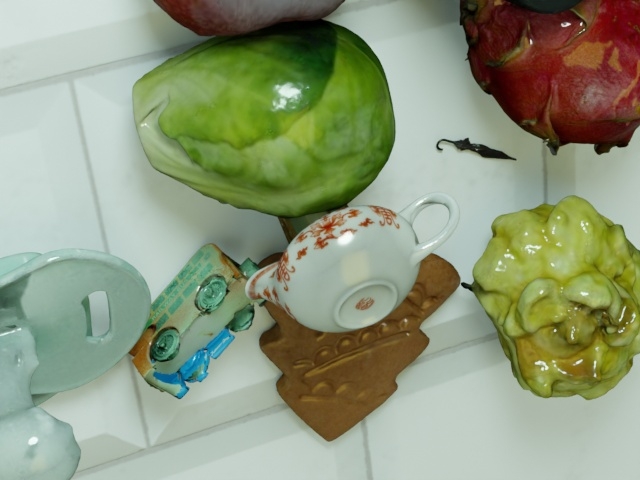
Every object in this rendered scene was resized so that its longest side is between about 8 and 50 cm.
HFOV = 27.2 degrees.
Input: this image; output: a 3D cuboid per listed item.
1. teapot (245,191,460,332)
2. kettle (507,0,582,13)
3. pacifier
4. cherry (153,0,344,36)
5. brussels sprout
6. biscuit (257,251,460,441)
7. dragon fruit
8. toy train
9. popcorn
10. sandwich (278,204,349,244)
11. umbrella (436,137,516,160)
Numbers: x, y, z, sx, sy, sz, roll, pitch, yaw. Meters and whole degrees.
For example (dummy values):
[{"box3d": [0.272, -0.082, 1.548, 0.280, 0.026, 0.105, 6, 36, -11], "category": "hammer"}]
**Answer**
[{"box3d": [0.043, 0.026, 1.419, 0.245, 0.116, 0.159, -27, 129, -4], "category": "teapot"}, {"box3d": [0.138, -0.386, 1.304, 0.207, 0.290, 0.268, -51, 144, -8], "category": "kettle"}, {"box3d": [-0.327, 0.157, 1.388, 0.343, 0.269, 0.288, -16, 145, -14], "category": "pacifier"}, {"box3d": [-0.067, -0.322, 1.297, 0.239, 0.206, 0.239, -6, 121, -11], "category": "cherry"}, {"box3d": [-0.057, -0.130, 1.398, 0.271, 0.219, 0.210, -6, 128, 0], "category": "brussels sprout"}, {"box3d": [0.037, 0.122, 1.661, 0.284, 0.043, 0.306, -2, 115, -24], "category": "biscuit"}, {"box3d": [0.288, -0.221, 1.496, 0.250, 0.250, 0.315, -37, 117, -4], "category": "dragon fruit"}, {"box3d": [-0.142, 0.090, 1.531, 0.188, 0.099, 0.072, -49, 127, 3], "category": "toy train"}, {"box3d": [0.306, 0.078, 1.669, 0.215, 0.252, 0.286, -14, 126, 30], "category": "popcorn"}, {"box3d": [0.000, 0.000, 1.565, 0.079, 0.163, 0.113, -26, 164, -11], "category": "sandwich"}, {"box3d": [0.196, -0.113, 1.637, 0.122, 0.013, 0.022, 7, 123, -28], "category": "umbrella"}]
